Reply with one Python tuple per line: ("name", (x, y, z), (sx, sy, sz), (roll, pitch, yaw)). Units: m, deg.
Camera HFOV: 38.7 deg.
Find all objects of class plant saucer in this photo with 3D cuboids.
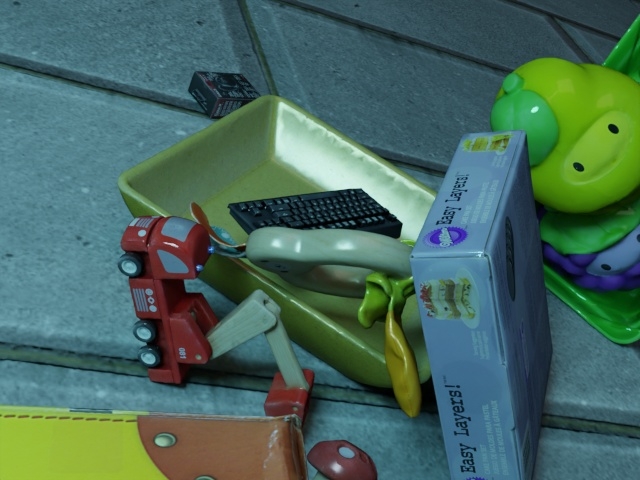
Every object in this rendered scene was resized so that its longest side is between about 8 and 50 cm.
("plant saucer", (0.000, 0.000, 0.944), (0.333, 0.081, 0.333), (33, 32, 9))

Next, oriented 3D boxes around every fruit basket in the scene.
("fruit basket", (0.360, -0.091, 1.070), (0.283, 0.392, 0.392), (42, 35, 22))

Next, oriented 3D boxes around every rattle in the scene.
("rattle", (-0.016, 0.054, 0.739), (0.200, 0.142, 0.130), (9, -1, -14))

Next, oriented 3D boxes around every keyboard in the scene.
("keyboard", (0.007, -0.014, 0.874), (0.180, 0.023, 0.108), (-11, 49, -44))

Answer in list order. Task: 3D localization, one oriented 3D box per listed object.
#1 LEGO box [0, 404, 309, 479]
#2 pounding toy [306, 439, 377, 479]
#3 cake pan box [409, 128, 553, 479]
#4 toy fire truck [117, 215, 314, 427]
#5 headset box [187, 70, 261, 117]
("LEGO box", (-0.237, 0.208, 0.182), (0.500, 0.193, 0.372), (5, 25, -11))
("pounding toy", (-0.002, 0.181, 0.553), (0.183, 0.110, 0.237), (27, -6, 34))
("cake pan box", (0.154, 0.067, 0.805), (0.070, 0.266, 0.245), (-2, 29, 23))
("toy fire truck", (-0.079, 0.070, 0.732), (0.135, 0.192, 0.047), (2, 29, 12))
("headset box", (-0.123, -0.185, 1.158), (0.083, 0.032, 0.062), (-8, 46, -42))
